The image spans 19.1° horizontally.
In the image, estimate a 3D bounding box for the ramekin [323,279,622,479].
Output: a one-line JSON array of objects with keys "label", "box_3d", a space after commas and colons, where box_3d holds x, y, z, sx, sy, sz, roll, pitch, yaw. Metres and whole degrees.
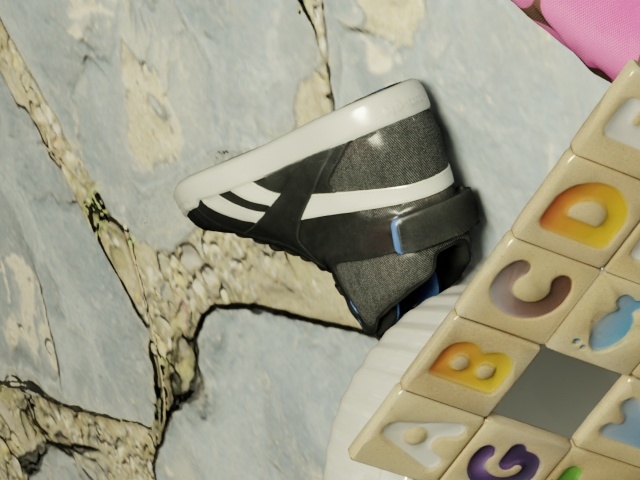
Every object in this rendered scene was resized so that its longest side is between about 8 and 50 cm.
[{"label": "ramekin", "box_3d": [0.099, 0.110, 0.837, 0.109, 0.207, 0.207, 11, 121, 64]}]

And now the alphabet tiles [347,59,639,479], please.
[{"label": "alphabet tiles", "box_3d": [0.152, 0.028, 0.709, 0.237, 0.198, 0.009, -56, 27, 30]}]

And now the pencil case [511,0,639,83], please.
[{"label": "pencil case", "box_3d": [0.125, -0.100, 0.754, 0.095, 0.098, 0.209, -52, 60, 21]}]

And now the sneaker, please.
[{"label": "sneaker", "box_3d": [0.000, 0.000, 1.019, 0.217, 0.079, 0.121, -20, 93, 58]}]
